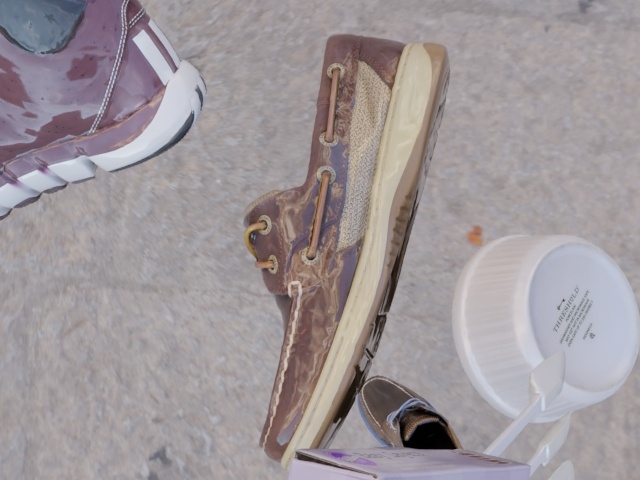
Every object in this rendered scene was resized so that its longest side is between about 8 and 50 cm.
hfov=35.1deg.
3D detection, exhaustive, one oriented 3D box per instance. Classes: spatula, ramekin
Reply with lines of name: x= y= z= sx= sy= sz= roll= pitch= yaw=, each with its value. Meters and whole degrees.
spatula: x=0.190 y=0.221 z=0.966 sx=0.242 sy=0.019 sz=0.168 roll=-28 pitch=120 yaw=-48
ramekin: x=0.326 y=0.115 z=1.415 sx=0.273 sy=0.127 sz=0.272 roll=8 pitch=74 yaw=-30

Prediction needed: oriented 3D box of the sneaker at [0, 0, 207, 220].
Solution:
sneaker: x=-0.227 y=-0.098 z=0.648 sx=0.281 sy=0.106 sz=0.162 roll=-23 pitch=119 yaw=9

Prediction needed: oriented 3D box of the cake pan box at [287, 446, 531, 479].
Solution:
cake pan box: x=0.048 y=0.261 z=0.659 sx=0.267 sy=0.070 sz=0.245 roll=20 pitch=76 yaw=-57

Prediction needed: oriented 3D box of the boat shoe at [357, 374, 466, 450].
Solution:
boat shoe: x=0.099 y=0.188 z=1.000 sx=0.066 sy=0.183 sz=0.066 roll=-39 pitch=142 yaw=-14

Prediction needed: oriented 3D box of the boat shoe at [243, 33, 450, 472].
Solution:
boat shoe: x=0.000 y=0.000 z=0.765 sx=0.123 sy=0.123 sz=0.342 roll=15 pitch=81 yaw=9
